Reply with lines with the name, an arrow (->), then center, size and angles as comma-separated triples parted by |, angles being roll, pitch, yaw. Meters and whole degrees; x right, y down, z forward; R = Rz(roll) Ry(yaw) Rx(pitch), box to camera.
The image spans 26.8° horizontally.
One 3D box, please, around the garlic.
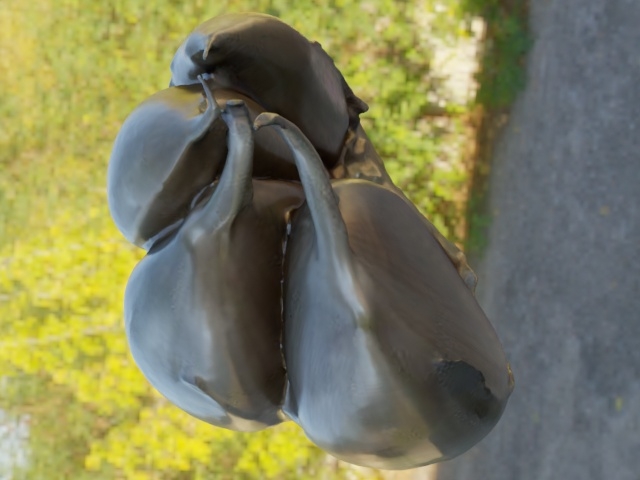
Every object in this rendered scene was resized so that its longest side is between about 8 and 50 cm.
garlic -> 0.000, 0.000, 0.715 | 0.292, 0.210, 0.237 | -22, -65, -74
